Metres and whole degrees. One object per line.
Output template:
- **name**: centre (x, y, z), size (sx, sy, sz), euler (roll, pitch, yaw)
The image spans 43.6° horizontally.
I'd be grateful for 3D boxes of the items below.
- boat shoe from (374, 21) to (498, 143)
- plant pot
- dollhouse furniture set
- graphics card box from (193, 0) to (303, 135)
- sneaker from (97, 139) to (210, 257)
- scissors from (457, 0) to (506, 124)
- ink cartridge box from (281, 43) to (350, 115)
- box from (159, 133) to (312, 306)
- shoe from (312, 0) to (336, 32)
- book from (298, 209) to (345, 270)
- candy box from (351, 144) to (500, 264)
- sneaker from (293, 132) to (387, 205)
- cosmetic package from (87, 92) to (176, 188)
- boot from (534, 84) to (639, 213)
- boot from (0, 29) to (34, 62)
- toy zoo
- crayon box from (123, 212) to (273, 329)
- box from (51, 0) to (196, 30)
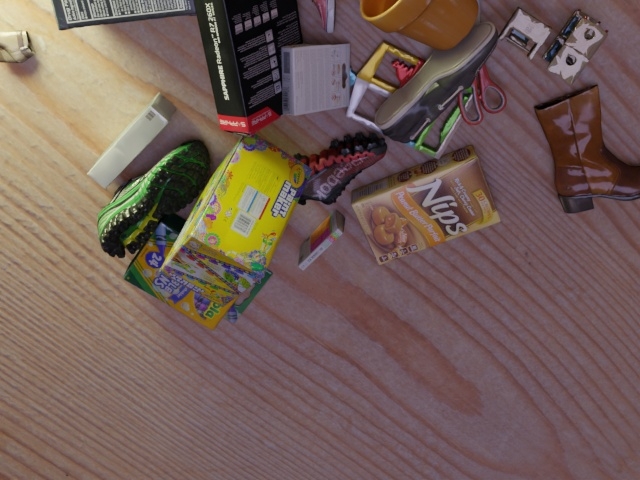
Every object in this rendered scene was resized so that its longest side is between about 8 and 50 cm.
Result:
- **boat shoe**: centre (0.265, -0.340, 1.751), size (0.095, 0.112, 0.335), euler (32, 122, -33)
- **plant pot**: centre (0.218, -0.496, 1.657), size (0.188, 0.205, 0.205), euler (29, 117, -29)
- **dollhouse furniture set**: centre (0.491, -0.446, 1.702), size (0.183, 0.129, 0.129), euler (31, 116, -4)
- **graphics card box**: centre (-0.141, -0.434, 1.672), size (0.094, 0.233, 0.371), euler (13, 126, 34)
- **sneaker**: centre (-0.411, -0.124, 1.912), size (0.343, 0.146, 0.134), euler (-41, 138, 4)
- **scissors**: centre (0.335, -0.403, 1.765), size (0.108, 0.021, 0.297), euler (-17, 111, 3)
- **ink cartridge box**: centre (-0.009, -0.356, 1.748), size (0.045, 0.179, 0.146), euler (15, 113, 40)
- **box**: centre (-0.194, -0.043, 1.798), size (0.177, 0.290, 0.279), euler (31, 153, -14)
- **shoe**: centre (-0.010, -0.534, 1.712), size (0.081, 0.063, 0.178), euler (-1, 113, 5)
- **book**: centre (0.000, 0.000, 1.980), size (0.035, 0.096, 0.144), euler (39, 114, -18)
- **candy box**: centre (0.251, -0.083, 1.928), size (0.316, 0.088, 0.183), euler (-20, 116, 13)
- **sneaker**: centre (0.037, -0.161, 1.891), size (0.276, 0.098, 0.135), euler (-19, 116, 15)
- **cosmetic package**: centre (-0.440, -0.233, 1.874), size (0.060, 0.099, 0.239), euler (40, 113, -20)
- **boot**: centre (0.655, -0.227, 1.852), size (0.264, 0.096, 0.281), euler (-13, 110, 18)
- **boot**: centre (-0.701, -0.456, 1.800), size (0.086, 0.042, 0.119), euler (-16, 118, 4)
- **toy zoo**: centre (0.189, -0.327, 1.831), size (0.293, 0.030, 0.192), euler (24, 117, -10)
- **crayon box**: centre (-0.311, 0.091, 2.052), size (0.322, 0.083, 0.203), euler (32, 115, -14)
- **box**: centre (-0.403, -0.605, 1.620), size (0.293, 0.183, 0.296), euler (-5, 117, 4)
